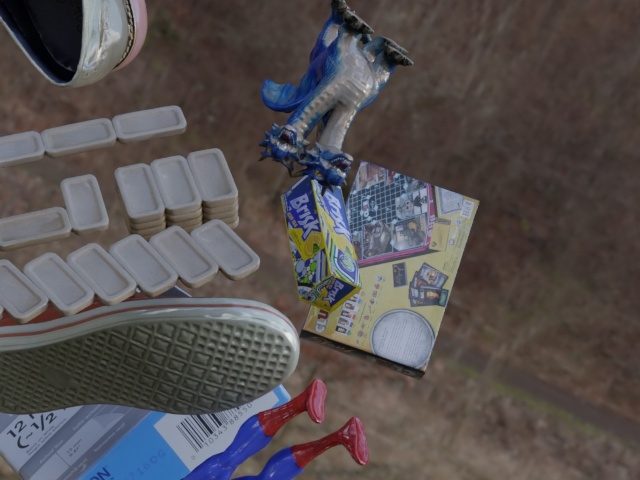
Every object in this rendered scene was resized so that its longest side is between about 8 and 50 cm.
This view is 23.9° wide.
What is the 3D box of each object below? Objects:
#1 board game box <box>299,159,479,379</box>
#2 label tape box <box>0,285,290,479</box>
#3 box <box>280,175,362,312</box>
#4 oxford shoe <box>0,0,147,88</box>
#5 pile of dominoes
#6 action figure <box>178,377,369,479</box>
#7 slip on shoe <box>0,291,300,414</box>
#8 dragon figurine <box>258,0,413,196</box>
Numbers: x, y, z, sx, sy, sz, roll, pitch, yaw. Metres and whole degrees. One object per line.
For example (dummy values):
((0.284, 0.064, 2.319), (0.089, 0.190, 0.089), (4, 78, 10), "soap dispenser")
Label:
((0.089, 0.036, 1.921), (0.165, 0.243, 0.042), (20, -20, 1), "board game box")
((-0.226, 0.157, 1.586), (0.348, 0.249, 0.115), (29, -23, 53), "label tape box")
((0.000, 0.000, 1.808), (0.054, 0.059, 0.169), (26, 37, -36), "box")
((-0.282, -0.322, 1.365), (0.397, 0.140, 0.146), (60, 18, -14), "oxford shoe")
((-0.187, -0.010, 1.167), (0.251, 0.040, 0.196), (-12, 49, -14), "pile of dominoes")
((-0.098, 0.231, 1.205), (0.091, 0.280, 0.139), (47, 25, -27), "action figure")
((-0.164, 0.081, 1.279), (0.331, 0.101, 0.123), (-6, -51, 30), "slip on shoe")
((0.003, -0.132, 1.326), (0.085, 0.144, 0.289), (37, 11, -16), "dragon figurine")
